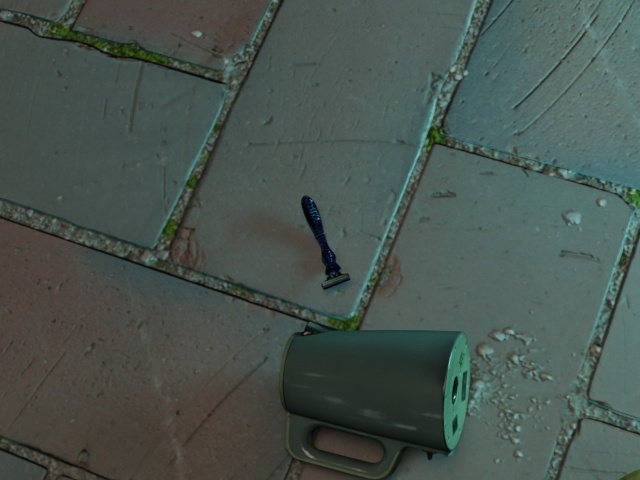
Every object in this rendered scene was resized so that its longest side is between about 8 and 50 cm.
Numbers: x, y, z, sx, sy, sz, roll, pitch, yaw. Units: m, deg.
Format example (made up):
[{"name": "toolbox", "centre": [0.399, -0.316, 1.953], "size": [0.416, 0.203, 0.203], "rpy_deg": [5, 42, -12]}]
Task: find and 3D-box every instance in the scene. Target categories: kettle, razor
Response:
[{"name": "kettle", "centre": [0.071, 0.220, 1.640], "size": [0.243, 0.160, 0.211], "rpy_deg": [3, 96, 19]}, {"name": "razor", "centre": [0.001, 0.002, 1.793], "size": [0.044, 0.028, 0.155], "rpy_deg": [-23, 66, 5]}]

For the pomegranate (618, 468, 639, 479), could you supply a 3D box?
[{"name": "pomegranate", "centre": [0.429, 0.376, 1.462], "size": [0.207, 0.207, 0.207], "rpy_deg": [-4, 66, 9]}]
